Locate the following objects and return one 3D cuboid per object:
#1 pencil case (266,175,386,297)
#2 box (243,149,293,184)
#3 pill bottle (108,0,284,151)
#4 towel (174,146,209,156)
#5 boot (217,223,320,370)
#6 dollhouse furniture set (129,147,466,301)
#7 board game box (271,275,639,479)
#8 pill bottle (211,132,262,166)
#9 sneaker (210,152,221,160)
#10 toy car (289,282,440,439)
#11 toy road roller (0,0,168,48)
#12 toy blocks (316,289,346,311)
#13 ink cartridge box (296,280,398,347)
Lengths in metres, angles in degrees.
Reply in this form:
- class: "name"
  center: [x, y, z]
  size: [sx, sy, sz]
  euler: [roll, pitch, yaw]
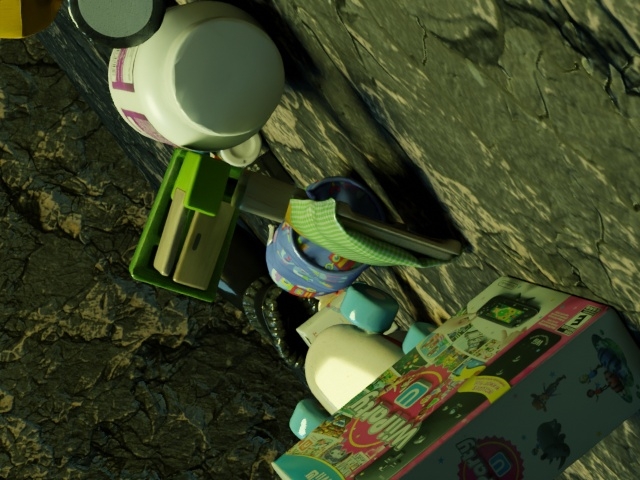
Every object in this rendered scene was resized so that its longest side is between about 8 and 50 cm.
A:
- class: "pencil case"
  center: [0.000, 0.000, 1.722]
  size: [0.133, 0.119, 0.306]
  euler: [29, 169, -3]
- class: "box"
  center: [-0.082, -0.090, 1.976]
  size: [0.062, 0.052, 0.083]
  euler: [54, 171, -3]
- class: "pill bottle"
  center: [-0.140, -0.188, 1.551]
  size: [0.169, 0.169, 0.301]
  euler: [55, 170, -17]
- class: "towel"
  center: [-0.224, -0.225, 1.972]
  size: [0.370, 0.040, 0.272]
  euler: [137, 113, -80]
- class: "boot"
  center: [-0.116, 0.089, 2.514]
  size: [0.348, 0.131, 0.260]
  euler: [42, 178, -8]
- class: "dollhouse furniture set"
  center: [-0.029, 0.020, 1.449]
  size: [0.301, 0.151, 0.197]
  euler: [18, -178, -17]
- class: "board game box"
  center: [0.125, 0.170, 1.237]
  size: [0.097, 0.303, 0.224]
  euler: [54, 169, -14]
- class: "pill bottle"
  center: [-0.133, -0.149, 1.959]
  size: [0.065, 0.065, 0.116]
  euler: [56, 170, -24]
- class: "sneaker"
  center: [-0.261, -0.211, 2.257]
  size: [0.221, 0.087, 0.128]
  euler: [57, 167, -24]
- class: "toy car"
  center: [0.117, 0.191, 1.831]
  size: [0.210, 0.219, 0.238]
  euler: [31, -163, 31]
- class: "toy road roller"
  center: [-0.279, -0.334, 1.295]
  size: [0.202, 0.329, 0.241]
  euler: [-87, -2, -59]
- class: "toy blocks"
  center: [0.033, 0.101, 2.129]
  size: [0.123, 0.054, 0.148]
  euler: [57, 169, -29]
- class: "ink cartridge box"
  center: [0.039, 0.132, 2.013]
  size: [0.088, 0.122, 0.052]
  euler: [54, 170, -12]
